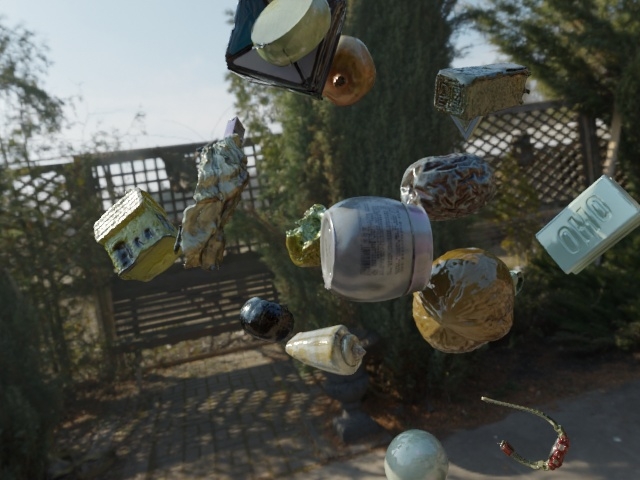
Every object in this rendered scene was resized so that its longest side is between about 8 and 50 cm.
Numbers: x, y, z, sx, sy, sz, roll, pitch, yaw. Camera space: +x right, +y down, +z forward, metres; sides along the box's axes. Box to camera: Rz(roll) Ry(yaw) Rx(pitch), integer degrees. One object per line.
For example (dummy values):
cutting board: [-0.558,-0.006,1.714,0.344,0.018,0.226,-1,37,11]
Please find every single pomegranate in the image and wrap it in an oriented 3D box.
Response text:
pomegranate: [0.085,-0.639,1.958,0.229,0.252,0.270,-14,24,23]

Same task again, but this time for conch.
conch: [0.610,0.129,1.642,0.076,0.085,0.056,-32,38,-22]
conch: [0.012,0.306,1.507,0.255,0.127,0.158,3,45,17]

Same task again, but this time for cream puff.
cream puff: [0.002,0.004,1.727,0.221,0.195,0.194,-51,21,-18]

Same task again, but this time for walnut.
walnut: [0.404,0.172,1.473,0.332,0.333,0.333,-8,5,1]

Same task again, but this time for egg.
egg: [0.229,0.543,1.238,0.151,0.209,0.151,-2,46,2]

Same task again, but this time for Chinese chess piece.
Chinese chess piece: [-0.082,-0.575,1.389,0.237,0.238,0.092,-5,-32,35]

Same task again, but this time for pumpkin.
pumpkin: [-0.219,0.328,2.111,0.233,0.163,0.233,24,-8,4]

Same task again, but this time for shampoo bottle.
shampoo bottle: [0.142,0.023,1.334,0.266,0.273,0.273,1,4,-8]

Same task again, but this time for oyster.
oyster: [-0.209,-0.094,1.109,0.107,0.355,0.201,-1,-25,13]

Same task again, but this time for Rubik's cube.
Rubik's cube: [-0.103,-0.632,1.635,0.306,0.310,0.305,17,14,-1]

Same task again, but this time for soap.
soap: [0.792,-0.042,1.518,0.087,0.160,0.265,4,-43,-41]

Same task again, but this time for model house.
model house: [-0.542,-0.024,1.533,0.193,0.234,0.175,-41,-19,4]

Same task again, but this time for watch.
watch: [0.620,0.596,1.586,0.268,0.165,0.102,12,-2,25]

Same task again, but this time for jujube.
jujube: [0.426,-0.177,1.701,0.316,0.226,0.226,-8,5,-19]

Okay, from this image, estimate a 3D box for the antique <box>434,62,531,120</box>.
antique: [0.502,-0.457,1.553,0.284,0.125,0.150,-15,33,-21]

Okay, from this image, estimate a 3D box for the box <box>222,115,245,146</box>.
box: [-0.240,-0.296,1.433,0.036,0.051,0.117,-21,38,16]

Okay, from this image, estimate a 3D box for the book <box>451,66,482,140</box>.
book: [0.611,-0.564,2.149,0.025,0.191,0.269,-22,-18,-11]
